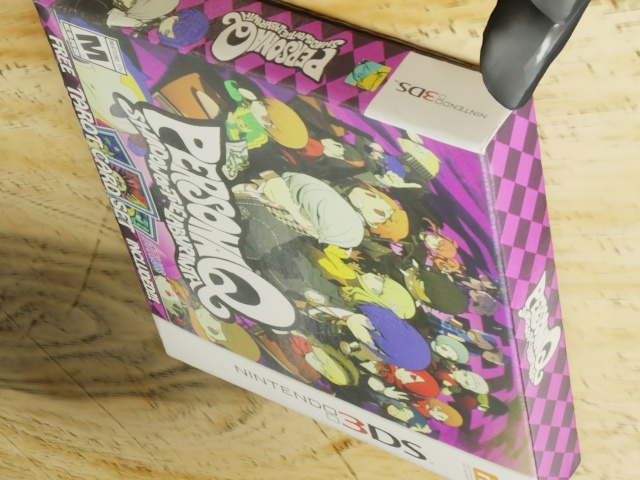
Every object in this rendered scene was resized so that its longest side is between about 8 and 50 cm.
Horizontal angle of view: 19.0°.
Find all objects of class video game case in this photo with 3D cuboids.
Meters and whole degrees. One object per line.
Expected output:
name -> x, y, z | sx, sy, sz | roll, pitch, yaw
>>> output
video game case -> 0.000, 0.000, 0.787 | 0.210, 0.042, 0.232 | 21, 146, 28

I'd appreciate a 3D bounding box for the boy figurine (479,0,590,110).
boy figurine -> -0.028, -0.164, 0.540 | 0.285, 0.092, 0.177 | 35, 154, 3
